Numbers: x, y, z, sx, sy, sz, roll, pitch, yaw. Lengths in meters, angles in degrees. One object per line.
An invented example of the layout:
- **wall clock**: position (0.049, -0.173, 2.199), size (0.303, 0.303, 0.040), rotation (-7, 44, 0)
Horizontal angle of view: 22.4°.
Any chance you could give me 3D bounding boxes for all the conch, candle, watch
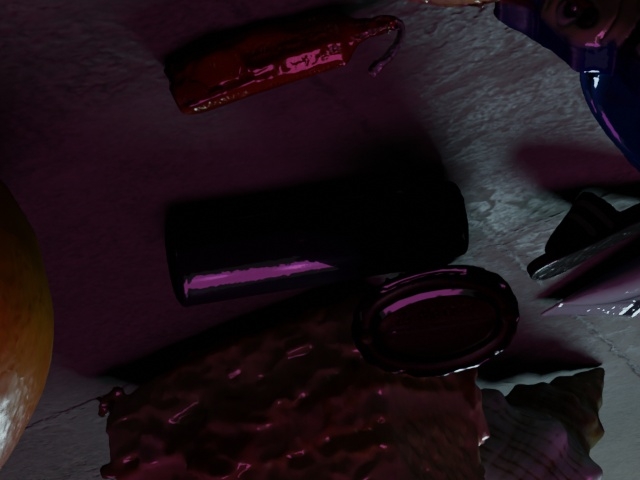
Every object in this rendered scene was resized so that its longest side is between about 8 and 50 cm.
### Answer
- **conch**: position (0.186, 0.239, 1.733), size (0.386, 0.203, 0.170), rotation (-26, 134, -40)
- **candle**: position (-0.023, -0.119, 1.063), size (0.162, 0.048, 0.053), rotation (-17, 138, 7)
- **watch**: position (0.249, -0.112, 1.059), size (0.171, 0.196, 0.200), rotation (-42, 149, -11)

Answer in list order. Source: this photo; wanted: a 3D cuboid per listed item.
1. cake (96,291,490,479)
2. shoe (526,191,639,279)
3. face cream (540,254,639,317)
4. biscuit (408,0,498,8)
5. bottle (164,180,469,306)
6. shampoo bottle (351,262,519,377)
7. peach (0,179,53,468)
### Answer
- **cake**: position (0.003, 0.250, 1.537), size (0.314, 0.307, 0.293), rotation (-25, 159, 22)
- **shoe**: position (0.244, -0.019, 1.417), size (0.179, 0.049, 0.071), rotation (-25, 166, -23)
- **face cream**: position (0.426, 0.014, 1.513), size (0.234, 0.137, 0.420), rotation (2, 159, -33)
- **biscuit**: position (0.052, -0.174, 0.947), size (0.152, 0.020, 0.152), rotation (13, 165, 3)
- **bottle**: position (0.000, 0.000, 1.294), size (0.244, 0.072, 0.082), rotation (-9, 172, -10)
- **shampoo bottle**: position (0.099, 0.061, 1.328), size (0.129, 0.084, 0.323), rotation (-12, 178, 5)
- **peach**: position (-0.304, 0.062, 1.036), size (0.289, 0.289, 0.308), rotation (-15, 149, 2)
